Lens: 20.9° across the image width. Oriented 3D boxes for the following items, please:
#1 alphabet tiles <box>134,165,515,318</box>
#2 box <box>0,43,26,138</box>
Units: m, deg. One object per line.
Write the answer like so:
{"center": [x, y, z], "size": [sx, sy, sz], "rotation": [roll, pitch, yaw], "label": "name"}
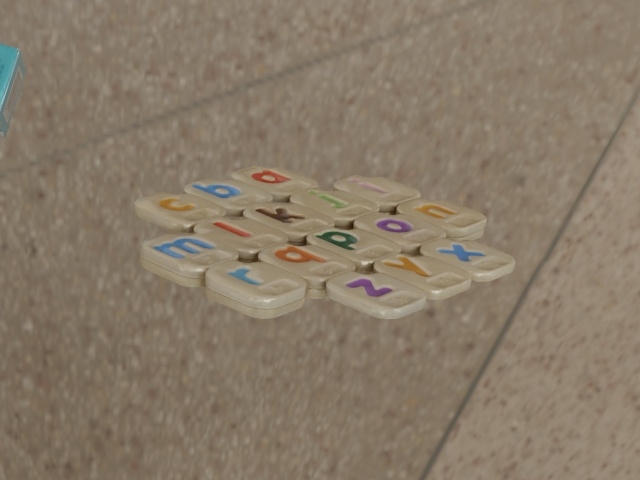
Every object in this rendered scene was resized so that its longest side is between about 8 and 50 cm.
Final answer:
{"center": [0.000, 0.000, 1.382], "size": [0.278, 0.021, 0.284], "rotation": [22, 27, 36], "label": "alphabet tiles"}
{"center": [-0.347, -0.144, 1.296], "size": [0.244, 0.100, 0.060], "rotation": [17, 84, -6], "label": "box"}
